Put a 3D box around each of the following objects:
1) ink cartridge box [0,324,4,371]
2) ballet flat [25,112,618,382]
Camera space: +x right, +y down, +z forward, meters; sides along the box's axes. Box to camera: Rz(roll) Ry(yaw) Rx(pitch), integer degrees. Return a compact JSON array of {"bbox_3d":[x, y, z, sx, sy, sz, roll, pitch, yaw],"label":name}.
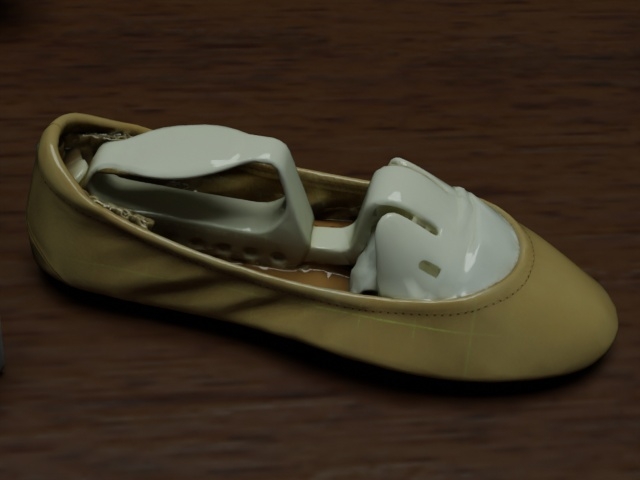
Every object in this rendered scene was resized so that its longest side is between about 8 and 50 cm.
[{"bbox_3d":[-0.187,0.080,0.379,0.097,0.046,0.207,13,40,10],"label":"ink cartridge box"},{"bbox_3d":[0.000,0.000,0.470,0.232,0.073,0.080,8,44,4],"label":"ballet flat"}]
